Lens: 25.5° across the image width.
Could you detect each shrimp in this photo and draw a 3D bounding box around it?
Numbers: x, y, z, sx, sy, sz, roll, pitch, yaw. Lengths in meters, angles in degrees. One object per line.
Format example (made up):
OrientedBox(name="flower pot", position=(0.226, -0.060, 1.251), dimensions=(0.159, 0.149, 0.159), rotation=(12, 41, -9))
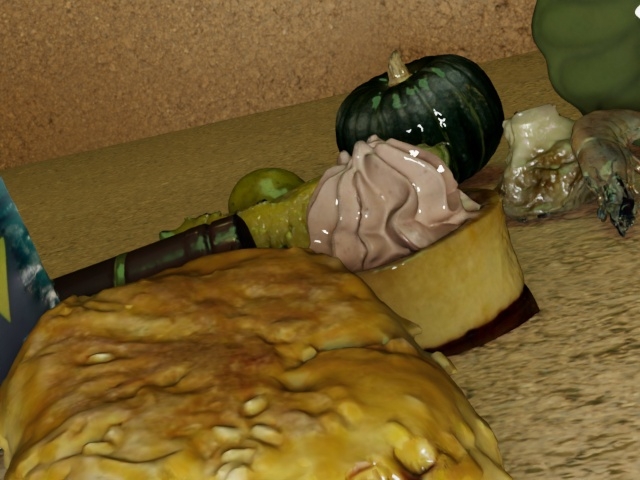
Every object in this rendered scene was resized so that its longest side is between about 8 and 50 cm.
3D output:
OrientedBox(name="shrimp", position=(0.329, -0.068, 1.421), dimensions=(0.152, 0.046, 0.219), rotation=(8, 35, 1))

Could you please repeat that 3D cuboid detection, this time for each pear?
OrientedBox(name="pear", position=(-0.056, -0.033, 1.630), dimensions=(0.107, 0.107, 0.131), rotation=(-17, 15, -15))

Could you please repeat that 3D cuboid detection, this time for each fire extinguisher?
OrientedBox(name="fire extinguisher", position=(-0.216, 0.086, 1.293), dimensions=(0.341, 0.105, 0.141), rotation=(-20, 34, 6))

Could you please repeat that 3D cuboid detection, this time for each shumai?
OrientedBox(name="shumai", position=(0.244, -0.091, 1.524), dimensions=(0.145, 0.116, 0.145), rotation=(-13, 13, 3))

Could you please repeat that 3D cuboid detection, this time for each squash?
OrientedBox(name="squash", position=(0.125, -0.148, 1.805), dimensions=(0.218, 0.172, 0.218), rotation=(-18, 40, 17))

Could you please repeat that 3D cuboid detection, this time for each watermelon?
OrientedBox(name="watermelon", position=(0.000, 0.000, 1.353), dimensions=(0.301, 0.129, 0.123), rotation=(-20, 12, 15))

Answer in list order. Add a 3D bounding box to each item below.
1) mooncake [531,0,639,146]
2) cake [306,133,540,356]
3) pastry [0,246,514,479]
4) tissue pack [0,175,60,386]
OrientedBox(name="mooncake", position=(0.411, -0.275, 1.640), dimensions=(0.351, 0.351, 0.187), rotation=(-10, 11, 22))
OrientedBox(name="cake", position=(0.069, -0.005, 1.190), dimensions=(0.207, 0.178, 0.185), rotation=(-18, 11, -33))
OrientedBox(name="pastry", position=(-0.040, 0.122, 0.744), dimensions=(0.255, 0.162, 0.311), rotation=(-5, 21, -7))
OrientedBox(name="tissue pack", position=(-0.388, 0.096, 0.879), dimensions=(0.264, 0.253, 0.416), rotation=(-5, 29, 31))
